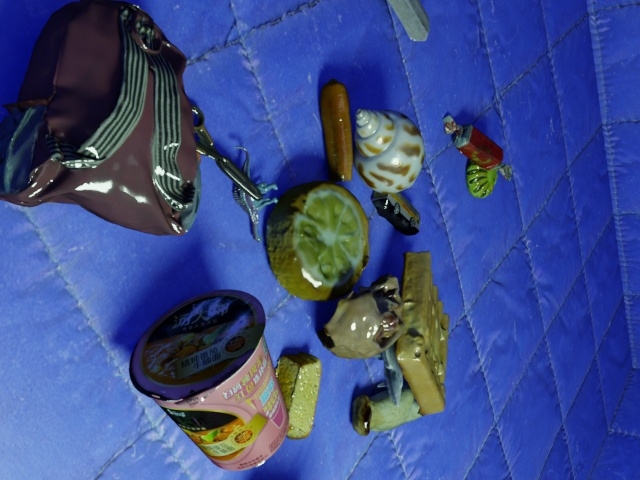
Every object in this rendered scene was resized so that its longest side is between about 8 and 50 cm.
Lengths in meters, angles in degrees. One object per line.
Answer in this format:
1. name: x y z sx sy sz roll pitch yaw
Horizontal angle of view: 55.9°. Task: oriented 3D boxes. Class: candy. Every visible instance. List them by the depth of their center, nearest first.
1. candy: 0.000 0.000 1.264 0.260 0.118 0.259 0 90 -49
2. candy: 0.466 -0.271 1.769 0.292 0.059 0.086 30 63 -23

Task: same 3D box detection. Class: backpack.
1. backpack: -0.287 -0.179 0.858 0.283 0.197 0.317 18 78 -46

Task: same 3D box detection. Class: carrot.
1. carrot: 0.038 -0.242 1.327 0.067 0.067 0.225 -20 109 -46

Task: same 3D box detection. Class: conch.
1. conch: 0.143 -0.202 1.353 0.149 0.183 0.275 -46 139 -29

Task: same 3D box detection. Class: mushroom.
1. mushroom: 0.186 0.425 1.533 0.312 0.081 0.100 6 89 -51

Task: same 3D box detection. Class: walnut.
1. walnut: 0.092 0.184 1.298 0.141 0.204 0.238 49 27 10

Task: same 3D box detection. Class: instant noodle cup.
1. instant noodle cup: -0.164 0.253 1.030 0.244 0.244 0.255 -48 133 -36

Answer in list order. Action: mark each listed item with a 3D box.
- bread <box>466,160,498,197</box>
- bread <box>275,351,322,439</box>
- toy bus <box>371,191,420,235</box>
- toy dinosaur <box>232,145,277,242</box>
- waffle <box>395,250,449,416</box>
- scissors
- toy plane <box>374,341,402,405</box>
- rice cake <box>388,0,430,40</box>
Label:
1. bread: 0.501 -0.201 1.859 0.139 0.071 0.130 -42 118 -39
2. bread: -0.052 0.330 1.271 0.103 0.065 0.187 25 75 -53
3. toy bus: 0.195 -0.078 1.527 0.172 0.057 0.072 37 56 -44
4. toy dinosaur: -0.127 -0.090 1.163 0.080 0.045 0.197 -24 115 -34
5. waffle: 0.258 0.240 1.500 0.348 0.078 0.304 62 30 -48
6. scissors: -0.181 -0.146 1.088 0.220 0.017 0.088 45 58 -27
7. toy plane: 0.160 0.271 1.462 0.212 0.088 0.267 34 49 -44
8. rice cake: 0.160 -0.637 1.442 0.399 0.064 0.070 43 52 -42
